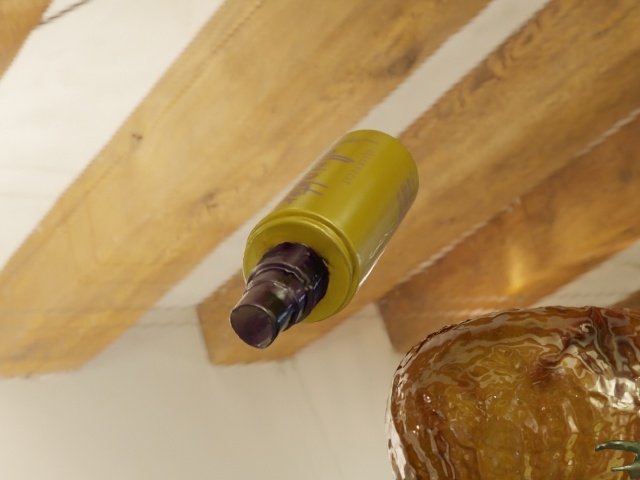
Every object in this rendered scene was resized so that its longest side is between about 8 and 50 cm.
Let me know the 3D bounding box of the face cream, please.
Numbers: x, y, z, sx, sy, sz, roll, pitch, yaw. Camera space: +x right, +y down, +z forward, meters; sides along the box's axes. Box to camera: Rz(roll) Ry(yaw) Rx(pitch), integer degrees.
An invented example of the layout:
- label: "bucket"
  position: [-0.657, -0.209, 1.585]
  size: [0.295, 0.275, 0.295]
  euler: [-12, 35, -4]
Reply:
- label: "face cream"
  position: [0.000, 0.000, 0.784]
  size: [0.078, 0.078, 0.273]
  euler: [-29, 10, 26]

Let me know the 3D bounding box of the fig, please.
- label: "fig"
  position: [0.104, 0.125, 0.501]
  size: [0.146, 0.201, 0.134]
  euler: [-20, -40, 27]

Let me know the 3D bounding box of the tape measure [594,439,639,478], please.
- label: "tape measure"
  position: [0.236, 0.112, 0.305]
  size: [0.164, 0.330, 0.084]
  euler: [-39, -29, -65]
